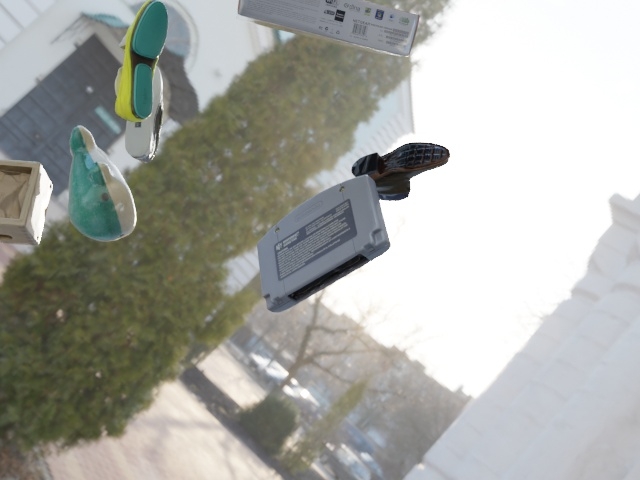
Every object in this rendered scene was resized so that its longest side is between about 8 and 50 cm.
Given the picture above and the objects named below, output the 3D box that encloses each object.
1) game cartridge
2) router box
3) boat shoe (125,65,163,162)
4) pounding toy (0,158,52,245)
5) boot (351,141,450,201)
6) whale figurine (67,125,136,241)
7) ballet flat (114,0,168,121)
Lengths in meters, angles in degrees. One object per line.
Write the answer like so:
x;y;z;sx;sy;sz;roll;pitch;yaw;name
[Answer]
0.000;0.000;1.535;0.062;0.297;0.198;38;32;-38;game cartridge
-0.001;-0.453;1.539;0.336;0.082;0.301;11;13;-10;router box
-0.390;-0.283;1.694;0.078;0.219;0.070;6;-8;10;boat shoe
-0.499;-0.063;1.178;0.141;0.130;0.100;4;-26;-1;pounding toy
0.186;-0.145;1.627;0.219;0.082;0.106;-6;-37;29;boot
-0.529;-0.123;1.744;0.271;0.141;0.216;63;-21;7;whale figurine
-0.342;-0.334;1.409;0.077;0.230;0.077;7;-2;36;ballet flat
